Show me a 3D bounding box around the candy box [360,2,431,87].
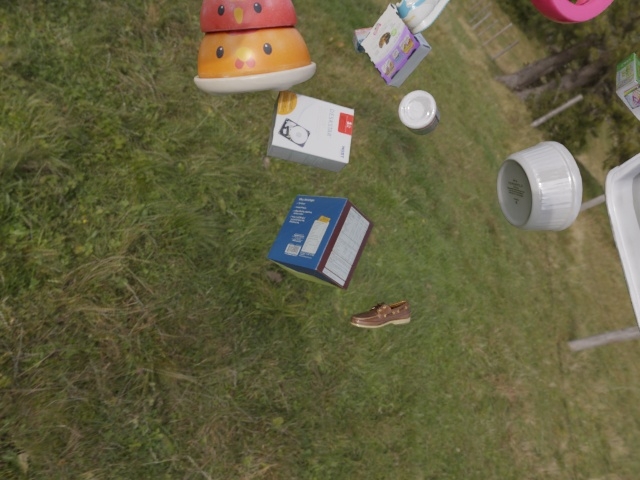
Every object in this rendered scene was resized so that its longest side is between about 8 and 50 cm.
[{"bbox_3d":[0.245,-0.641,1.411,0.070,0.165,0.196,-8,64,-43],"label":"candy box"}]

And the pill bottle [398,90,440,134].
[{"bbox_3d":[0.303,-0.375,1.286,0.108,0.107,0.180,64,20,7],"label":"pill bottle"}]

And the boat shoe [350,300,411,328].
[{"bbox_3d":[0.157,0.190,1.114,0.177,0.064,0.060,-3,99,-23],"label":"boat shoe"}]

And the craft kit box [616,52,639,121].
[{"bbox_3d":[0.910,-0.372,1.166,0.247,0.061,0.250,48,48,-7],"label":"craft kit box"}]

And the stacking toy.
[{"bbox_3d":[-0.207,-0.653,1.137,0.351,0.350,0.481,-49,138,-53],"label":"stacking toy"}]

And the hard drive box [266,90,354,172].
[{"bbox_3d":[-0.029,-0.323,1.273,0.231,0.089,0.181,10,76,-16],"label":"hard drive box"}]

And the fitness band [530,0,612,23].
[{"bbox_3d":[0.426,-0.487,0.669,0.209,0.291,0.054,33,-1,-33],"label":"fitness band"}]

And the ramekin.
[{"bbox_3d":[0.638,-0.151,1.281,0.273,0.127,0.273,169,-90,-88],"label":"ramekin"}]

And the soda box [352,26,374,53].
[{"bbox_3d":[0.216,-0.758,1.604,0.182,0.058,0.063,-13,77,-10],"label":"soda box"}]

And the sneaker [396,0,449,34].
[{"bbox_3d":[0.269,-0.613,1.029,0.092,0.087,0.229,39,76,-25],"label":"sneaker"}]

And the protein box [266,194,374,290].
[{"bbox_3d":[0.000,0.000,1.150,0.136,0.199,0.201,38,70,-41],"label":"protein box"}]

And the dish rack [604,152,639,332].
[{"bbox_3d":[0.536,0.004,0.642,0.332,0.072,0.286,-22,95,-41],"label":"dish rack"}]
